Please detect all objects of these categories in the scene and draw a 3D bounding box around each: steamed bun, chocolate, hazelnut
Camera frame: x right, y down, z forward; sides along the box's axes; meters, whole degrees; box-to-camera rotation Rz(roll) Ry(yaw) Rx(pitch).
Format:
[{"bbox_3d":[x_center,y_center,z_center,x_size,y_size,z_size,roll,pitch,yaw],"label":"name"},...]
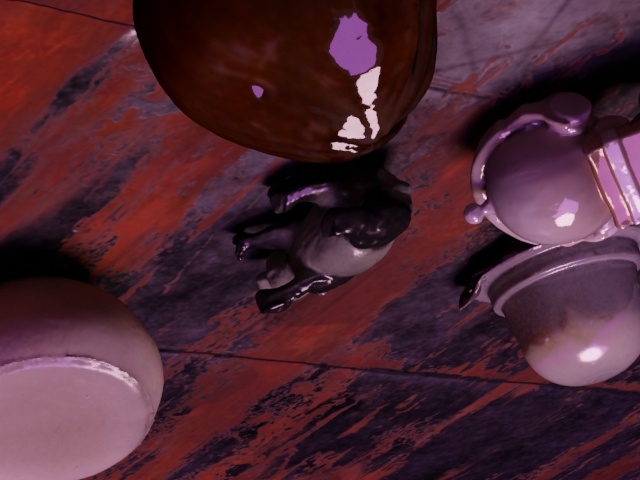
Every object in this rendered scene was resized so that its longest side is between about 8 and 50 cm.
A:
[{"bbox_3d":[-0.265,0.118,1.790,0.231,0.145,0.232,-8,140,-7],"label":"steamed bun"},{"bbox_3d":[0.262,0.077,1.992,0.221,0.147,0.221,-9,155,-4],"label":"chocolate"},{"bbox_3d":[-0.014,-0.157,1.314,0.217,0.217,0.251,-5,153,-19],"label":"hazelnut"}]

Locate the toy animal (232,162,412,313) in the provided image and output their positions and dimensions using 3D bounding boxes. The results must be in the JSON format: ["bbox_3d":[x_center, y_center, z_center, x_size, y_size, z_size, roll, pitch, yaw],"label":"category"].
[{"bbox_3d":[0.000,0.000,1.771,0.121,0.094,0.225,-8,153,-34],"label":"toy animal"}]

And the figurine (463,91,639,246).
[{"bbox_3d":[0.241,-0.073,1.722,0.236,0.141,0.162,-21,125,17],"label":"figurine"}]
